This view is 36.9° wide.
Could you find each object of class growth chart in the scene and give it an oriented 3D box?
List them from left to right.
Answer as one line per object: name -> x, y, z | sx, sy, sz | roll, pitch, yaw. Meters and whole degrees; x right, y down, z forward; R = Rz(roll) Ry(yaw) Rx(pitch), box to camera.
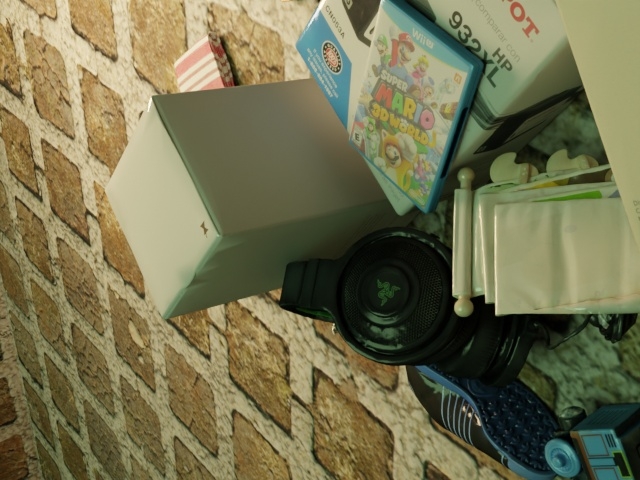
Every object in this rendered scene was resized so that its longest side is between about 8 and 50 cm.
growth chart -> 0.219, -0.003, 0.804 | 0.237, 0.172, 0.021 | 2, 151, 25

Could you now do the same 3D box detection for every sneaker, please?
sneaker -> 0.184, 0.197, 1.096 | 0.232, 0.081, 0.090 | 45, 153, 35

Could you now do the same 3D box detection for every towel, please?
towel -> -0.155, -0.195, 1.415 | 0.144, 0.029, 0.197 | -15, 93, 59

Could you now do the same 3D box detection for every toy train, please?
toy train -> 0.296, 0.250, 0.951 | 0.105, 0.080, 0.184 | -17, 94, 53

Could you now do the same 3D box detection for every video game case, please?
video game case -> 0.080, -0.120, 0.862 | 0.119, 0.015, 0.166 | 46, 143, 30

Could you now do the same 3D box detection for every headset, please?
headset -> 0.134, 0.043, 0.954 | 0.394, 0.243, 0.185 | 3, 79, 49

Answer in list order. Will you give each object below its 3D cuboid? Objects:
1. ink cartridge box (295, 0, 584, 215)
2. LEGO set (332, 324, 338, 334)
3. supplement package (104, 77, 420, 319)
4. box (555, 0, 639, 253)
ink cartridge box -> 0.128, -0.198, 0.881 | 0.223, 0.129, 0.307 | 60, 148, 13
LEGO set -> 0.000, 0.000, 1.269 | 0.244, 0.060, 0.182 | 45, 146, 32
supplement package -> -0.054, -0.057, 1.060 | 0.177, 0.293, 0.175 | -49, 62, 47
box -> 0.288, -0.106, 0.676 | 0.127, 0.149, 0.232 | -13, 98, 57
